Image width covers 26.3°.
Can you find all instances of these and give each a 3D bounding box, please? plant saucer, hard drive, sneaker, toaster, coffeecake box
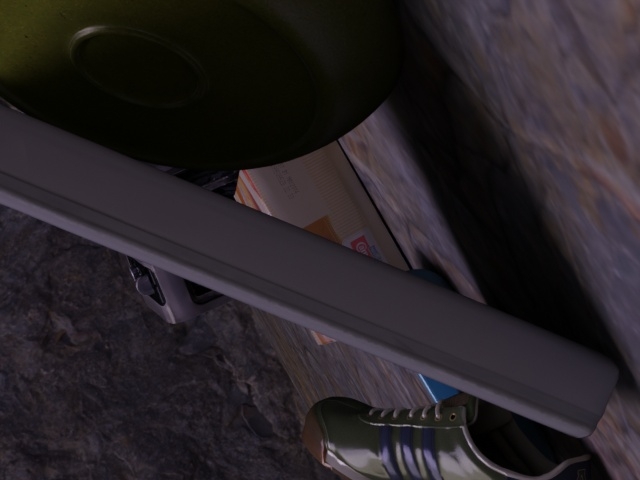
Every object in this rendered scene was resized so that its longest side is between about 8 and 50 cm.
[{"bbox_3d":[-0.082,-0.094,0.648,0.241,0.241,0.037,73,-153,-63],"label":"plant saucer"},{"bbox_3d":[-0.034,0.006,0.654,0.308,0.040,0.203,23,179,-9],"label":"hard drive"},{"bbox_3d":[0.075,0.116,0.780,0.192,0.064,0.086,29,111,37],"label":"sneaker"},{"bbox_3d":[-0.116,-0.026,1.373,0.110,0.186,0.168,39,150,65],"label":"toaster"},{"bbox_3d":[0.000,0.000,1.018,0.142,0.068,0.185,61,173,3],"label":"coffeecake box"}]

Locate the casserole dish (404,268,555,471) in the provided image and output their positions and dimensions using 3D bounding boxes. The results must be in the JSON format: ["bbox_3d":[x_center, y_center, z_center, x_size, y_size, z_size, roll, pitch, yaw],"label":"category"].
[{"bbox_3d":[0.093,0.092,0.862,0.188,0.037,0.114,59,173,13],"label":"casserole dish"}]
